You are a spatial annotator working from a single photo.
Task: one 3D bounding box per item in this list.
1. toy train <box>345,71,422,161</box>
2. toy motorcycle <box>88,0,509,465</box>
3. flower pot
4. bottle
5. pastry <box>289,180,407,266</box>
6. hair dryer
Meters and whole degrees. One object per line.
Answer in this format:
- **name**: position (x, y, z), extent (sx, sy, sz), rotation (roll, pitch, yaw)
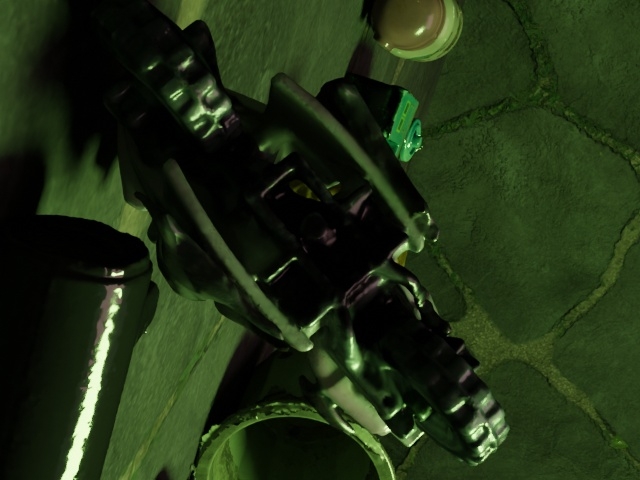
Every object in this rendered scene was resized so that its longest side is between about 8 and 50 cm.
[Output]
- **toy train**: position (0.052, -0.091, 1.382), extent (0.298, 0.120, 0.194), rotation (-70, 165, 4)
- **toy motorcycle**: position (-0.020, -0.002, 0.567), extent (0.143, 0.327, 0.188), rotation (-42, -172, -13)
- **flower pot**: position (-0.033, 0.288, 1.373), extent (0.259, 0.291, 0.290), rotation (-83, -171, -64)
- **bottle**: position (0.131, -0.310, 1.327), extent (0.253, 0.120, 0.120), rotation (-34, 144, -73)
- **pastry**: position (0.000, 0.000, 1.003), extent (0.103, 0.189, 0.188), rotation (-47, 157, -61)
- **hair dryer**: position (-0.151, 0.069, 0.600), extent (0.251, 0.089, 0.197), rotation (-75, -178, -76)
